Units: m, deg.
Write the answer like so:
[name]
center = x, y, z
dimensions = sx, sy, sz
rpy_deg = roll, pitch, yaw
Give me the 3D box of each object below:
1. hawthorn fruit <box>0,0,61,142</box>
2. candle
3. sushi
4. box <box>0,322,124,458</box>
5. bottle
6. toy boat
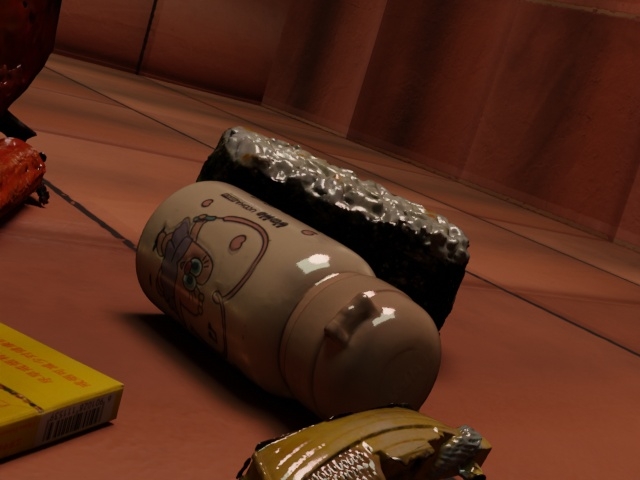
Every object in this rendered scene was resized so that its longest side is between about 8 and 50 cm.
[hawthorn fruit]
center = -0.359, -0.209, 0.740
dimensions = 0.316, 0.316, 0.316
rpy_deg = 16, 10, -3
[candle]
center = -0.264, -0.046, 0.703
dimensions = 0.084, 0.059, 0.301
rpy_deg = 25, 9, -6
[sushi]
center = 0.000, 0.000, 0.704
dimensions = 0.225, 0.126, 0.136
rpy_deg = 21, 11, 11
[box]
center = -0.162, 0.066, 0.376
dimensions = 0.087, 0.023, 0.155
rpy_deg = 24, 12, 22
[bottle]
center = -0.018, 0.043, 0.545
dimensions = 0.209, 0.097, 0.110
rpy_deg = 30, -22, 46
[toy boat]
center = 0.026, 0.105, 0.407
dimensions = 0.149, 0.047, 0.049
rpy_deg = 1, 32, -49
